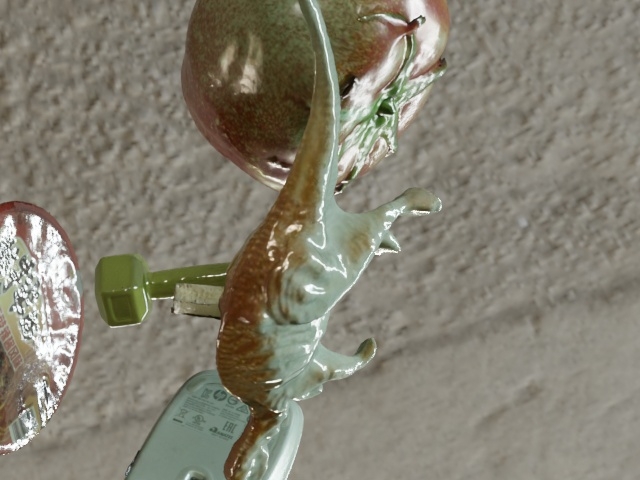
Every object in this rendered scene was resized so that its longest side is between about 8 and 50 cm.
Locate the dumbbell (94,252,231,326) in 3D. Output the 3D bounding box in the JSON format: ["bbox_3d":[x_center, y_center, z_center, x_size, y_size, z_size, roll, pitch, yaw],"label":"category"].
[{"bbox_3d":[-0.183,0.060,1.876,0.302,0.108,0.121,-8,120,2],"label":"dumbbell"}]

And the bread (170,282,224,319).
[{"bbox_3d":[-0.076,0.066,1.282,0.154,0.028,0.068,6,166,-4],"label":"bread"}]

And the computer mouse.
[{"bbox_3d":[-0.127,0.272,1.361,0.160,0.288,0.097,17,137,14],"label":"computer mouse"}]

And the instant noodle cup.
[{"bbox_3d":[-0.362,0.091,1.339,0.091,0.274,0.274,4,150,23],"label":"instant noodle cup"}]

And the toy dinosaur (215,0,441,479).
[{"bbox_3d":[0.000,0.000,0.884,0.206,0.092,0.392,-29,134,-37],"label":"toy dinosaur"}]

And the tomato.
[{"bbox_3d":[-0.015,-0.201,1.350,0.303,0.239,0.303,-45,161,-20],"label":"tomato"}]
